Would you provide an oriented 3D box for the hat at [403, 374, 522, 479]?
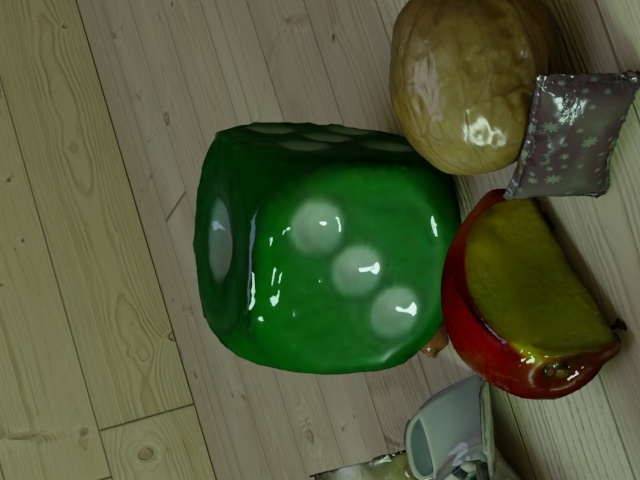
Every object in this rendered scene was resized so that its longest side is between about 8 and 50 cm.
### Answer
[{"bbox_3d":[0.215,0.307,1.890,0.219,0.164,0.226,-32,33,56],"label":"hat"}]

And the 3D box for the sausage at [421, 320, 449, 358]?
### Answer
[{"bbox_3d":[0.134,0.118,2.000,0.169,0.065,0.065,-144,44,-61],"label":"sausage"}]

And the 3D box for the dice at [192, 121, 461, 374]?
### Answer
[{"bbox_3d":[0.000,0.000,1.882,0.287,0.300,0.297,-142,54,-62],"label":"dice"}]

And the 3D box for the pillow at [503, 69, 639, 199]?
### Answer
[{"bbox_3d":[0.262,-0.103,1.440,0.185,0.118,0.043,95,172,-49],"label":"pillow"}]

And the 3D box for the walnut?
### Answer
[{"bbox_3d":[0.170,-0.184,1.510,0.195,0.195,0.222,-157,58,-66],"label":"walnut"}]

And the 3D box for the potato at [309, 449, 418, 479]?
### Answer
[{"bbox_3d":[0.125,0.440,2.048,0.229,0.229,0.266,144,108,-69],"label":"potato"}]

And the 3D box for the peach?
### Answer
[{"bbox_3d":[0.215,0.068,1.618,0.159,0.154,0.267,104,146,-55],"label":"peach"}]
